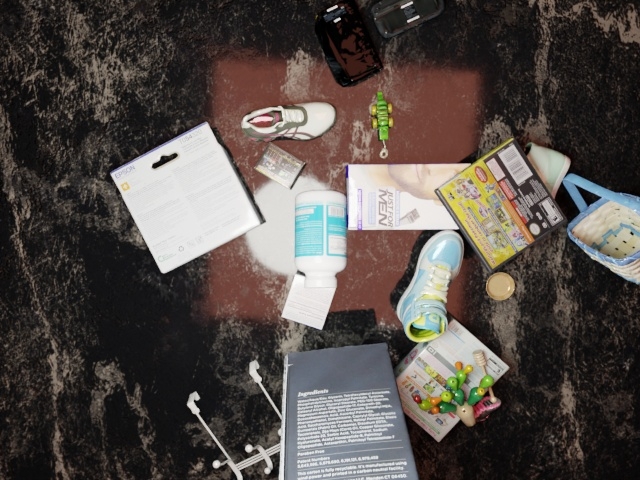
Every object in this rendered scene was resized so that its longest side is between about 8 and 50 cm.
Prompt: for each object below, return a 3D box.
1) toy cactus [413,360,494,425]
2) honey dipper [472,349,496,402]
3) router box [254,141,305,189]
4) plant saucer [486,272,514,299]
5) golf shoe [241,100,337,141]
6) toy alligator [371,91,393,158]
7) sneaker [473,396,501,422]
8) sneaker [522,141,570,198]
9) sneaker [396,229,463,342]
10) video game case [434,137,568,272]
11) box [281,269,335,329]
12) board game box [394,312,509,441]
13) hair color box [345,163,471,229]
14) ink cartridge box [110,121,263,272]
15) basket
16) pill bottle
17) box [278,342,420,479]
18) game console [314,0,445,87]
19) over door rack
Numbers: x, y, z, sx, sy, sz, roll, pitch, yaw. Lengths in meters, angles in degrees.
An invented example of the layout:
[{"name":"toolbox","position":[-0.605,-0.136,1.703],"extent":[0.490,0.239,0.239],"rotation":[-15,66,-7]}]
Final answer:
[{"name":"toy cactus","position":[0.382,0.443,1.353],"extent":[0.219,0.112,0.180],"rotation":[-28,113,0]},{"name":"honey dipper","position":[0.470,0.387,1.371],"extent":[0.031,0.030,0.160],"rotation":[-22,98,3]},{"name":"router box","position":[-0.117,-0.216,1.403],"extent":[0.123,0.038,0.092],"rotation":[31,95,-2]},{"name":"plant saucer","position":[0.533,0.135,1.441],"extent":[0.084,0.015,0.083],"rotation":[0,96,0]},{"name":"golf shoe","position":[-0.086,-0.332,1.352],"extent":[0.273,0.120,0.105],"rotation":[-10,94,1]},{"name":"toy alligator","position":[0.178,-0.330,1.379],"extent":[0.056,0.051,0.189],"rotation":[-5,96,2]},{"name":"sneaker","position":[0.498,0.521,1.475],"extent":[0.119,0.047,0.057],"rotation":[-30,117,5]},{"name":"sneaker","position":[0.584,-0.149,1.369],"extent":[0.151,0.094,0.255],"rotation":[24,86,-7]},{"name":"sneaker","position":[0.318,0.140,1.322],"extent":[0.127,0.208,0.318],"rotation":[18,110,-4]},{"name":"video game case","position":[0.485,-0.094,1.306],"extent":[0.248,0.035,0.274],"rotation":[-35,95,3]},{"name":"box","position":[-0.033,0.174,1.427],"extent":[0.126,0.072,0.137],"rotation":[19,95,-1]},{"name":"board game box","position":[0.362,0.401,1.433],"extent":[0.224,0.097,0.303],"rotation":[42,94,-2]},{"name":"hair color box","position":[0.244,-0.124,1.374],"extent":[0.339,0.110,0.185],"rotation":[-1,96,-1]},{"name":"ink cartridge box","position":[-0.384,-0.121,1.404],"extent":[0.324,0.071,0.329],"rotation":[-26,92,4]},{"name":"basket","position":[0.786,-0.044,1.292],"extent":[0.201,0.254,0.289],"rotation":[-44,122,8]},{"name":"pill bottle","position":[0.000,0.000,1.346],"extent":[0.146,0.146,0.263],"rotation":[1,83,1]},{"name":"box","position":[0.076,0.599,1.201],"extent":[0.298,0.471,0.479],"rotation":[-8,120,0]},{"name":"game console","position":[0.177,-0.599,1.357],"extent":[0.362,0.044,0.213],"rotation":[-24,97,4]},{"name":"over door rack","position":[-0.230,0.566,1.455],"extent":[0.240,0.108,0.324],"rotation":[-27,95,3]}]
